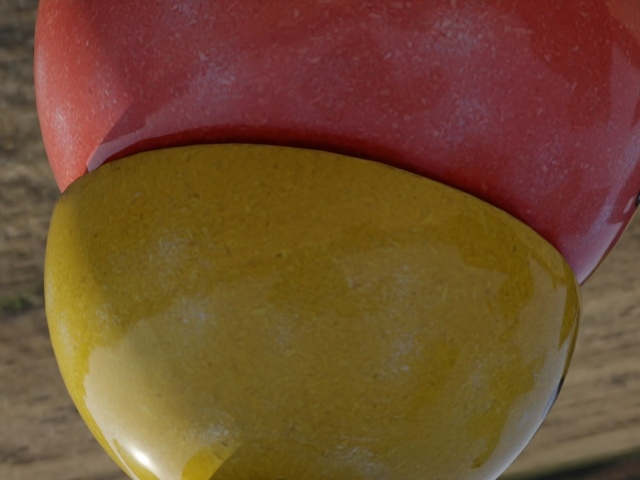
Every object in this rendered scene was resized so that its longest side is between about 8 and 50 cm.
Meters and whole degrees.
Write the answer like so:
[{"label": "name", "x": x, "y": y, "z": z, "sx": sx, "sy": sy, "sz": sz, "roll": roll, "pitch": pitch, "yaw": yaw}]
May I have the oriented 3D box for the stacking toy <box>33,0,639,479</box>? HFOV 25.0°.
[{"label": "stacking toy", "x": 0.000, "y": 0.000, "z": 0.585, "sx": 0.350, "sy": 0.480, "sz": 0.351, "roll": 9, "pitch": 158, "yaw": 4}]
